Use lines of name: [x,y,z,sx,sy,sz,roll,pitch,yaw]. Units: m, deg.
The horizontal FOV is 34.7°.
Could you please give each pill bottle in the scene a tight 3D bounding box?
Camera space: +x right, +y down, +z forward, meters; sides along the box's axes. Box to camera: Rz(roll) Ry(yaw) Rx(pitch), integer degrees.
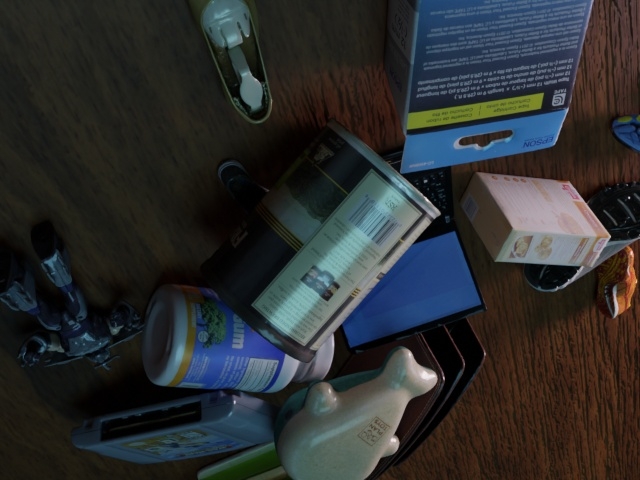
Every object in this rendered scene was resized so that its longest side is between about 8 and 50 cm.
pill bottle: [-0.122,0.154,1.567,0.272,0.152,0.152,8,126,-29]

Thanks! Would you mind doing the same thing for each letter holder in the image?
letter holder: [0.146,0.281,1.749,0.152,0.214,0.302,15,123,-32]

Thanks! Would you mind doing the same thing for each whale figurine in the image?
whale figurine: [0.047,0.261,1.591,0.272,0.141,0.216,-44,126,8]

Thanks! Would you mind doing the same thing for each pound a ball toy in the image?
pound a ball toy: [-0.082,0.485,1.842,0.319,0.208,0.136,-23,134,-3]

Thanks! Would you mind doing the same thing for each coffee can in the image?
coffee can: [0.000,0.000,1.405,0.275,0.201,0.201,-48,132,4]

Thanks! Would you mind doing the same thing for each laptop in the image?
laptop: [0.115,0.009,1.547,0.234,0.136,0.264,-18,134,-8]

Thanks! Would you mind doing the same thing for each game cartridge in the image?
game cartridge: [-0.219,0.303,1.636,0.297,0.062,0.198,-15,151,22]

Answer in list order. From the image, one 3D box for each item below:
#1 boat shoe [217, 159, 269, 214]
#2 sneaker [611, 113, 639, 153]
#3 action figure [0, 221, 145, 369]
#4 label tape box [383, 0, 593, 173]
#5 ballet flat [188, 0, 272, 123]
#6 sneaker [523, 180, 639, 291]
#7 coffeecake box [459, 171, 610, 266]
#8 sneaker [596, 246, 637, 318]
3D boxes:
boat shoe: [-0.098,-0.060,1.463,0.049,0.040,0.142,-36,133,10]
sneaker: [0.537,-0.143,1.629,0.188,0.067,0.078,18,157,-21]
action figure: [-0.364,0.109,1.467,0.185,0.099,0.285,-28,138,-4]
label tape box: [0.217,-0.271,1.358,0.249,0.115,0.347,-11,136,-13]
ballet flat: [-0.103,-0.244,1.273,0.080,0.073,0.232,-23,134,-3]
sneaker: [0.455,-0.006,1.720,0.271,0.100,0.108,-33,165,0]
coffeecake box: [0.332,-0.032,1.595,0.185,0.142,0.068,4,129,-25]
sneaker: [0.535,0.065,1.838,0.067,0.064,0.175,-32,143,-22]
